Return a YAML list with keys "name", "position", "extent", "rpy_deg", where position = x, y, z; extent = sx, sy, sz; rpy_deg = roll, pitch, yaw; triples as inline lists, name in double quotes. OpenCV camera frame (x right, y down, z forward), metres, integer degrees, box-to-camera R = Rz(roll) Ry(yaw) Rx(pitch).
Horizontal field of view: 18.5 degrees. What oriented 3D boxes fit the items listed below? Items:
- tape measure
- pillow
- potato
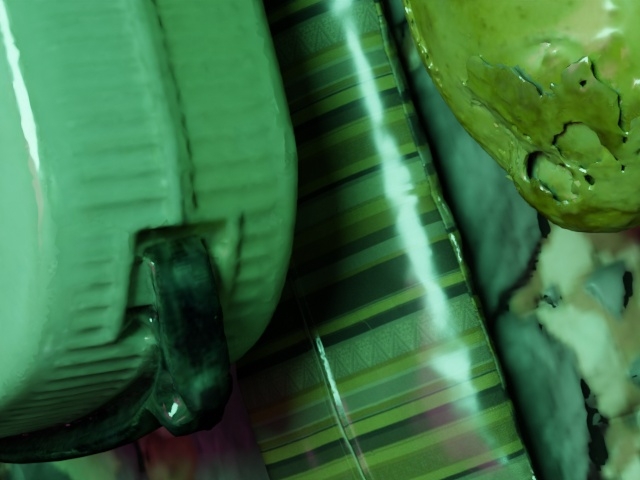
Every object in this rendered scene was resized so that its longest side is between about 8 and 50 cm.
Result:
- name: "tape measure"
  position: [-0.097, -0.025, 0.635]
  extent: [0.235, 0.115, 0.207]
  rpy_deg: [-30, 74, 55]
- name: "pillow"
  position: [0.000, 0.000, 0.637]
  extent: [0.113, 0.038, 0.203]
  rpy_deg: [-26, 79, 43]
- name: "potato"
  position: [0.066, -0.086, 0.533]
  extent: [0.107, 0.080, 0.170]
  rpy_deg: [-6, 92, 32]
